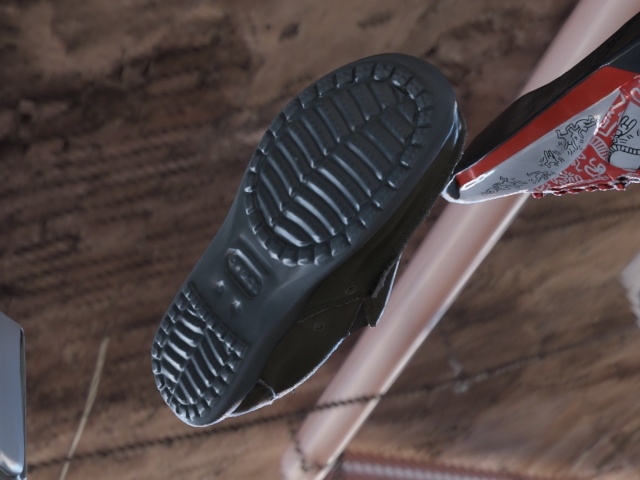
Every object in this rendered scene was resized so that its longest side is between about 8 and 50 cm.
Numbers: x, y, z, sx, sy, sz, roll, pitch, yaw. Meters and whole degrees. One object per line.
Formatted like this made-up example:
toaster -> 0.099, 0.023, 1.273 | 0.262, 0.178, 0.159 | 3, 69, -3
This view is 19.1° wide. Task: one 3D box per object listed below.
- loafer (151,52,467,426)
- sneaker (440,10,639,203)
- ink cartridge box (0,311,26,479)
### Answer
loafer -> 0.000, 0.000, 1.044 | 0.087, 0.251, 0.094 | 3, -136, -49
sneaker -> 0.217, -0.060, 1.425 | 0.145, 0.270, 0.090 | 45, -138, -10
ink cartridge box -> -0.256, 0.077, 0.832 | 0.212, 0.154, 0.093 | -23, -129, 22
